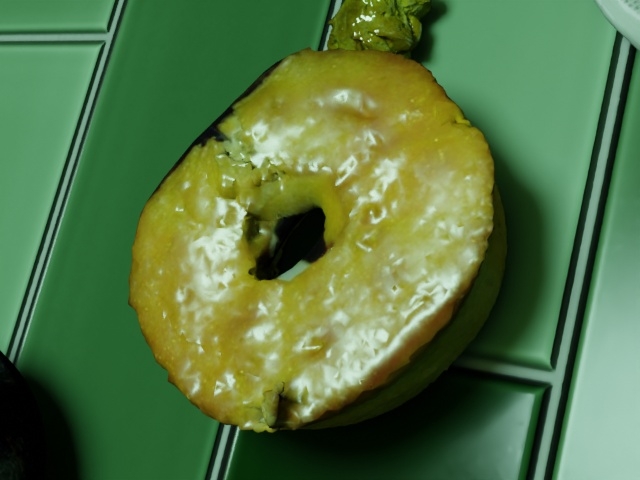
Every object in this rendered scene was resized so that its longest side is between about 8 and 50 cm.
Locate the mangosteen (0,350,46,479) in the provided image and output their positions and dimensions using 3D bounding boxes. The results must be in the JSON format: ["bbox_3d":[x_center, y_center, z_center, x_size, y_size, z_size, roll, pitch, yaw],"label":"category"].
[{"bbox_3d":[-0.303,0.161,0.747,0.243,0.243,0.243,-11,67,28],"label":"mangosteen"}]

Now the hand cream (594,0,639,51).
[{"bbox_3d":[0.218,-0.167,0.641,0.121,0.076,0.336,-32,52,12],"label":"hand cream"}]

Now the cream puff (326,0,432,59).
[{"bbox_3d":[0.038,-0.153,0.739,0.083,0.058,0.083,-41,55,14],"label":"cream puff"}]

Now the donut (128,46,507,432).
[{"bbox_3d":[-0.001,0.002,0.673,0.253,0.118,0.253,-12,68,30],"label":"donut"}]
